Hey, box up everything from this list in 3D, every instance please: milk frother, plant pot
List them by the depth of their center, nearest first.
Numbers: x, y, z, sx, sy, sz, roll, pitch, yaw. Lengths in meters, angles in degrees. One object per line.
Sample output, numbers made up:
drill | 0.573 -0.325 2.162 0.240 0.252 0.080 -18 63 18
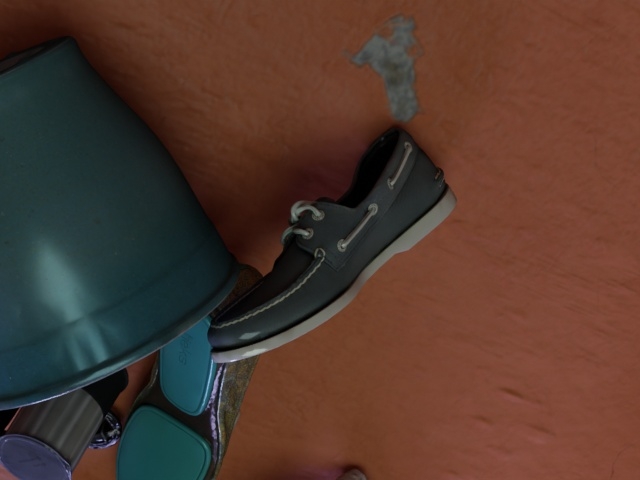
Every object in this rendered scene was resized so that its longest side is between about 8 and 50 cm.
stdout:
plant pot | -0.244 -0.032 1.150 0.272 0.271 0.255 -23 106 3
milk frother | -0.259 0.199 1.336 0.129 0.134 0.143 -14 123 35

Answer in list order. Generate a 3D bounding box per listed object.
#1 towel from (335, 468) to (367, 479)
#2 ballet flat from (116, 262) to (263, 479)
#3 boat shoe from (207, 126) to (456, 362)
towel | 0.002 0.422 1.478 0.049 0.187 0.282 10 116 32
ballet flat | -0.124 0.158 1.350 0.123 0.123 0.348 7 130 -14
boat shoe | 0.000 0.000 1.220 0.319 0.116 0.099 -37 108 -34
